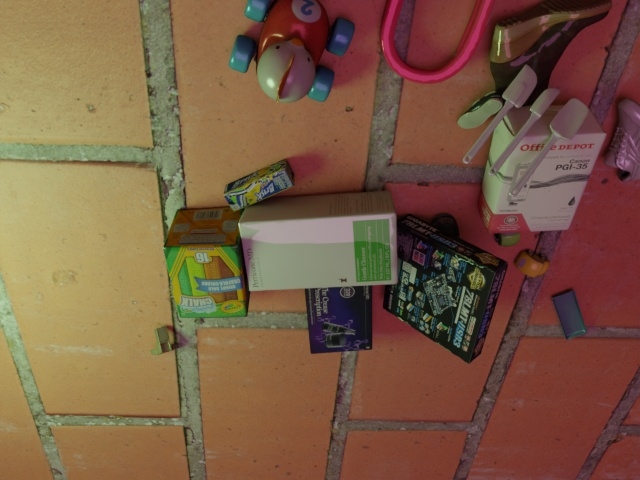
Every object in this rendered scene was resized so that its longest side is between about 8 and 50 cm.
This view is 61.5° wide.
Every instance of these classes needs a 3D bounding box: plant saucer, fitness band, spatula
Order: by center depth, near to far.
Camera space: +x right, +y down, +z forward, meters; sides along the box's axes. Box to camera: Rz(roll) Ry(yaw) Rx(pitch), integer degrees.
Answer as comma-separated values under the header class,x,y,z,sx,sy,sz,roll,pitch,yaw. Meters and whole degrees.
class,x,y,z,sx,sy,sz,roll,pitch,yaw
fitness band,0.238,-0.469,1.101,0.208,0.054,0.291,13,122,-8
spatula,0.422,-0.221,1.113,0.168,0.019,0.242,36,90,-1
plant saucer,0.745,0.222,1.611,0.067,0.018,0.192,-24,121,13

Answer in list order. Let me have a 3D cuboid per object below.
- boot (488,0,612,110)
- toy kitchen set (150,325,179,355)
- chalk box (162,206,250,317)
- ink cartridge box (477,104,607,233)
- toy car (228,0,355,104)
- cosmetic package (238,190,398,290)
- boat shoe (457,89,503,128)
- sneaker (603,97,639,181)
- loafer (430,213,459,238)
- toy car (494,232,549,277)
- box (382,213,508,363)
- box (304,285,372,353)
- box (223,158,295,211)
class,x,y,z,sx,sy,sz,roll,pitch,yaw
boot,0.486,-0.399,1.155,0.248,0.090,0.207,-15,136,6
toy kitchen set,-0.465,0.296,1.603,0.068,0.075,0.083,-11,173,-40
chalk box,-0.272,0.082,1.372,0.180,0.179,0.289,-3,124,0
ink cartridge box,0.502,-0.160,1.256,0.207,0.117,0.283,-2,134,0
toy car,-0.058,-0.358,1.046,0.219,0.238,0.210,18,122,-14
cosmetic package,0.000,0.000,1.321,0.365,0.155,0.197,-5,116,4
boat shoe,0.360,-0.295,1.213,0.046,0.038,0.125,27,152,-16
sneaker,0.725,-0.223,1.267,0.115,0.090,0.232,-25,121,18
loafer,0.328,0.060,1.440,0.096,0.084,0.268,-1,124,-3
toy car,0.505,0.031,1.448,0.238,0.053,0.225,-12,124,5
box,0.303,0.121,1.378,0.073,0.293,0.296,-28,134,-38
box,0.051,0.187,1.508,0.184,0.103,0.261,-6,124,-2
box,-0.148,-0.133,1.302,0.168,0.059,0.054,-21,121,12
